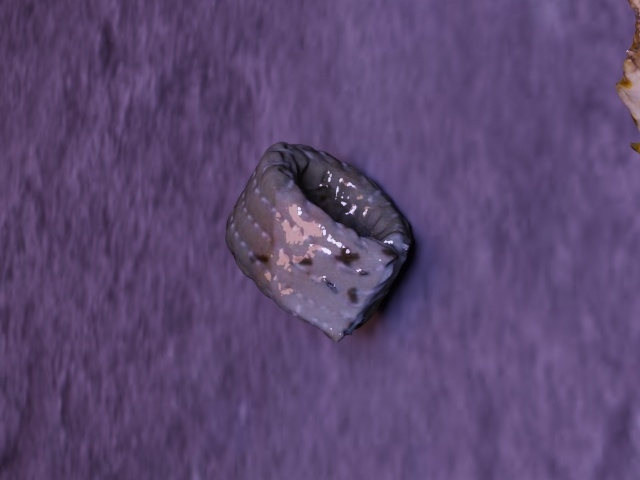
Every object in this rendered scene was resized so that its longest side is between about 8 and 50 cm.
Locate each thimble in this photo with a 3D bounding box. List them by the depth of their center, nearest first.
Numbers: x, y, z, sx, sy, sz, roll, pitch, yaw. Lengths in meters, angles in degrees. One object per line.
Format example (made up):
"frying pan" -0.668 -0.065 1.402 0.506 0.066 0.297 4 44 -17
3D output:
"thimble" 0.000 0.000 1.049 0.062 0.084 0.110 -61 41 24

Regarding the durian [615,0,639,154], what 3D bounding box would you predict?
"durian" 0.226 -0.068 0.747 0.249 0.183 0.138 -10 40 54
